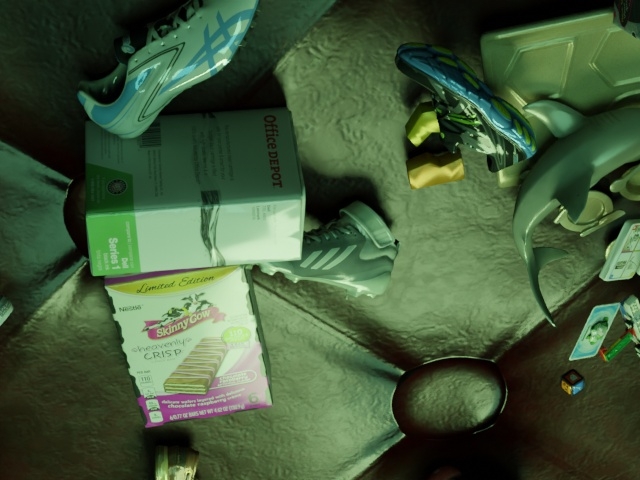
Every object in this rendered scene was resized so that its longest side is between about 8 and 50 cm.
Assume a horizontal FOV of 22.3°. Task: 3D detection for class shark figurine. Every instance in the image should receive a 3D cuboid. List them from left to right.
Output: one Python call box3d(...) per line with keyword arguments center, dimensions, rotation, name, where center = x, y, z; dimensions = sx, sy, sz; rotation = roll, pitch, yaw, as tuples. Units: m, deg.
box3d(center=(0.261, -0.038, 1.741), dimensions=(0.166, 0.116, 0.278), rotation=(16, 128, -22), name="shark figurine")

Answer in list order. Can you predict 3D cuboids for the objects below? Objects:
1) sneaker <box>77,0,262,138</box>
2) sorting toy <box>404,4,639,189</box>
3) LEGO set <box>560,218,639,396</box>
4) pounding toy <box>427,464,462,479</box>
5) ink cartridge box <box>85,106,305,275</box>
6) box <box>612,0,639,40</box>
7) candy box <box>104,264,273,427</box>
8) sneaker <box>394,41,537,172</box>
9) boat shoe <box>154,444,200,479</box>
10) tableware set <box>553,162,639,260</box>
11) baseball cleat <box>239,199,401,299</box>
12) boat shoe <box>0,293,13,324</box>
box3d(center=(-0.147, -0.193, 1.608), dimensions=(0.237, 0.085, 0.086), rotation=(-40, 126, 21), name="sneaker")
box3d(center=(0.235, -0.151, 1.731), dimensions=(0.307, 0.041, 0.229), rotation=(-11, 135, 2), name="sorting toy")
box3d(center=(0.354, 0.067, 1.880), dimensions=(0.182, 0.060, 0.244), rotation=(-5, 126, -41), name="LEGO set")
box3d(center=(0.185, 0.369, 2.132), dimensions=(0.183, 0.110, 0.237), rotation=(-47, 151, 15), name="pounding toy")
box3d(center=(-0.131, -0.053, 1.677), dimensions=(0.219, 0.160, 0.092), rotation=(-3, 131, -5), name="ink cartridge box")
box3d(center=(0.422, -0.270, 1.562), dimensions=(0.247, 0.142, 0.163), rotation=(-1, 109, -6), name="box")
box3d(center=(-0.148, 0.103, 1.863), dimensions=(0.159, 0.071, 0.233), rotation=(-10, 130, 1), name="candy box")
box3d(center=(0.142, -0.131, 1.656), dimensions=(0.078, 0.067, 0.188), rotation=(-38, 121, 24), name="sneaker")
box3d(center=(-0.175, 0.331, 2.054), dimensions=(0.060, 0.064, 0.178), rotation=(-4, 128, -3), name="boat shoe")
box3d(center=(0.360, -0.031, 1.849), dimensions=(0.169, 0.020, 0.141), rotation=(31, 124, -34), name="tableware set")
box3d(center=(0.000, 0.000, 1.786), dimensions=(0.206, 0.072, 0.109), rotation=(15, 98, -41), name="baseball cleat")
box3d(center=(-0.449, 0.119, 1.835), dimensions=(0.228, 0.080, 0.076), rotation=(-37, 108, 25), name="boat shoe")
